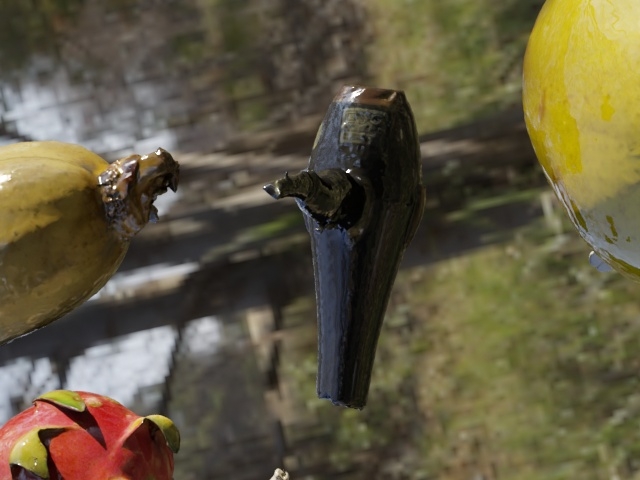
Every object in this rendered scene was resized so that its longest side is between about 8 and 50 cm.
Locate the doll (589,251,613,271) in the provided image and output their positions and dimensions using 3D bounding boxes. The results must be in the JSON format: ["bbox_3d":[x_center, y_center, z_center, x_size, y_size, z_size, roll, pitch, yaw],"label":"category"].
[{"bbox_3d":[0.274,0.000,1.778,0.058,0.040,0.085,49,-148,12],"label":"doll"}]

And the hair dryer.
[{"bbox_3d":[0.000,0.000,1.620,0.359,0.120,0.304,10,-90,-74],"label":"hair dryer"}]

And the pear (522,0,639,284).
[{"bbox_3d":[0.296,-0.096,1.192,0.285,0.336,0.285,35,-133,-49],"label":"pear"}]

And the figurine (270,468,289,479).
[{"bbox_3d":[-0.054,0.170,1.017,0.047,0.109,0.064,42,-158,-8],"label":"figurine"}]

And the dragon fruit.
[{"bbox_3d":[-0.256,0.266,1.954,0.227,0.224,0.224,8,115,56],"label":"dragon fruit"}]

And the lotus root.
[{"bbox_3d":[-0.263,0.011,1.456,0.169,0.342,0.151,-89,-22,-69],"label":"lotus root"}]
